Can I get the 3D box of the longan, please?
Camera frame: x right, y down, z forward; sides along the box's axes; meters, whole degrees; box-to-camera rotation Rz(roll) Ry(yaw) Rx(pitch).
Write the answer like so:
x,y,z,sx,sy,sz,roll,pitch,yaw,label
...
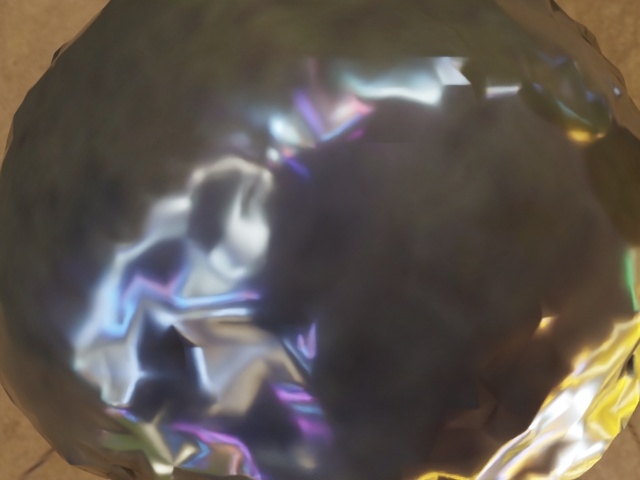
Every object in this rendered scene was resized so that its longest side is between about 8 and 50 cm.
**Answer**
x,y,z,sx,sy,sz,roll,pitch,yaw,label
0.006,-0.007,0.871,0.404,0.436,0.404,13,90,-69,longan
